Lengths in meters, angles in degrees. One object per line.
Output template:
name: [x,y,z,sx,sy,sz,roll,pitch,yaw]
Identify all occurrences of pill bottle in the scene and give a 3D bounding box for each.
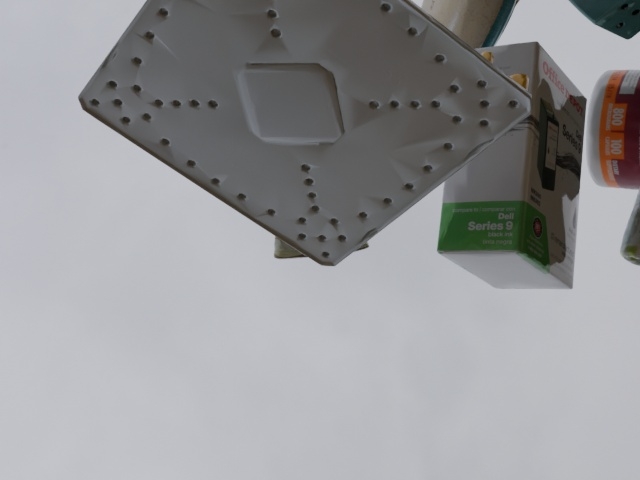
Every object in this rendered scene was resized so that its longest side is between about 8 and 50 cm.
pill bottle: [0.695,-0.192,1.778,0.224,0.392,0.224,-16,-71,-58]

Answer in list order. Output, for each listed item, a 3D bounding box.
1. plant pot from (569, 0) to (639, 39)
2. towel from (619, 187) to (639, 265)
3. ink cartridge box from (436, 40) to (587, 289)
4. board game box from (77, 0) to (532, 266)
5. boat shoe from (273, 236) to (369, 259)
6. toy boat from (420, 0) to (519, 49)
plant pot: [0.480,-0.464,1.650,0.165,0.166,0.234,10,-128,-40]
towel: [0.648,-0.058,1.446,0.375,0.090,0.320,22,-103,-7]
ink cartridge box: [0.265,-0.096,1.354,0.211,0.122,0.289,26,-113,-54]
board game box: [-0.028,-0.169,1.142,0.390,0.390,0.050,34,-134,-18]
boat shoe: [0.000,0.000,1.396,0.135,0.050,0.045,-5,-92,3]
toy boat: [0.241,-0.420,1.547,0.148,0.318,0.267,9,-48,-16]
